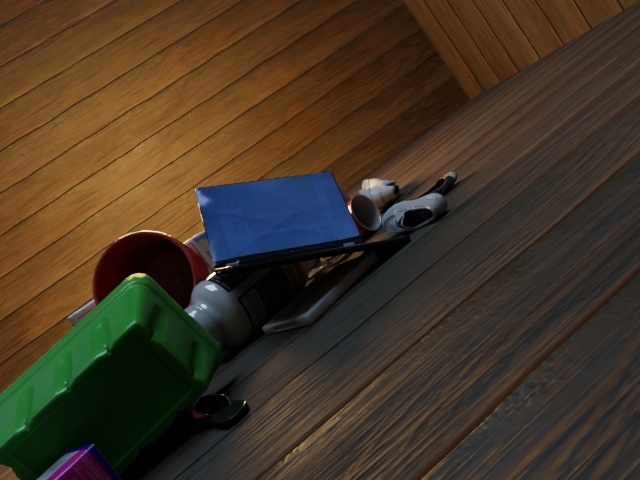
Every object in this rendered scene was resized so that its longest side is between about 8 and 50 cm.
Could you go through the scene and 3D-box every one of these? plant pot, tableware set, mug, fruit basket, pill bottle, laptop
[{"bbox_3d":[-0.428,0.112,1.412,0.275,0.275,0.243,-36,-4,3],"label":"plant pot"},{"bbox_3d":[0.015,0.064,1.435,0.141,0.020,0.169,-38,7,-17],"label":"tableware set"},{"bbox_3d":[0.064,-0.049,1.489,0.169,0.150,0.113,-36,44,44],"label":"mug"},{"bbox_3d":[-0.374,0.270,0.978,0.392,0.283,0.392,-37,17,14],"label":"fruit basket"},{"bbox_3d":[-0.189,0.133,1.290,0.323,0.181,0.181,-41,8,-38],"label":"pill bottle"},{"bbox_3d":[-0.069,-0.065,1.211,0.382,0.236,0.408,-10,-1,-17],"label":"laptop"}]

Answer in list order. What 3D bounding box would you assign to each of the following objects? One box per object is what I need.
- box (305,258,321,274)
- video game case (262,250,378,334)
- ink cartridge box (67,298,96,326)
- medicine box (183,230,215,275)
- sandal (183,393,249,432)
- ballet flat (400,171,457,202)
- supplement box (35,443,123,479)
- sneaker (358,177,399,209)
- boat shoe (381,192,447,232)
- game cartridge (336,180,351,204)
[{"bbox_3d":[-0.111,0.051,1.573,0.156,0.158,0.093,-32,8,38],"label":"box"},{"bbox_3d":[-0.002,0.116,1.129,0.227,0.026,0.206,-41,8,-33],"label":"video game case"},{"bbox_3d":[-0.558,0.296,1.490,0.131,0.306,0.226,-38,7,-15],"label":"ink cartridge box"},{"bbox_3d":[-0.352,0.130,1.679,0.149,0.289,0.263,-36,7,4],"label":"medicine box"},{"bbox_3d":[-0.173,0.270,0.837,0.067,0.040,0.179,-41,8,-40],"label":"sandal"},{"bbox_3d":[0.272,-0.121,1.284,0.173,0.049,0.057,-38,7,-15],"label":"ballet flat"},{"bbox_3d":[-0.372,0.393,0.679,0.111,0.114,0.220,-29,8,42],"label":"supplement box"},{"bbox_3d":[0.209,-0.158,1.773,0.129,0.111,0.297,-18,14,13],"label":"sneaker"},{"bbox_3d":[0.195,-0.048,1.145,0.184,0.066,0.063,-13,21,49],"label":"boat shoe"},{"bbox_3d":[-0.008,-0.078,1.797,0.294,0.196,0.060,-31,7,42],"label":"game cartridge"}]
